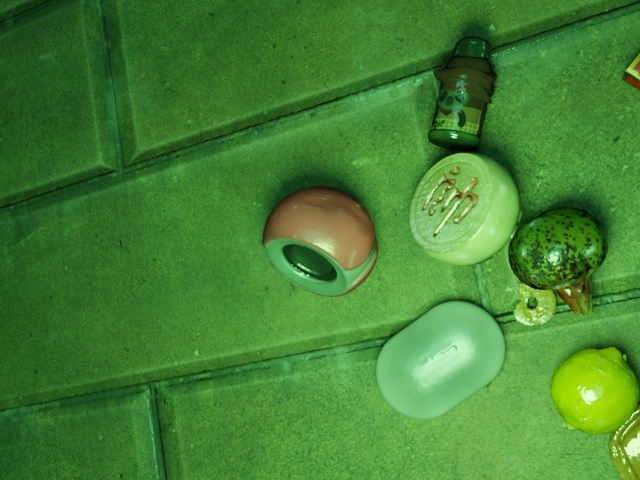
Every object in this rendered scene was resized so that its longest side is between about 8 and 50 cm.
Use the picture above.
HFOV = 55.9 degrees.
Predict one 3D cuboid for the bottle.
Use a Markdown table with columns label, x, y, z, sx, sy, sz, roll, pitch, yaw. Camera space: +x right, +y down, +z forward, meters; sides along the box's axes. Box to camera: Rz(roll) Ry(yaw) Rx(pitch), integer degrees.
| label | x | y | z | sx | sy | sz | roll | pitch | yaw |
| --- | --- | --- | --- | --- | --- | --- | --- | --- | --- |
| bottle | 0.350 | -0.367 | 1.500 | 0.156 | 0.143 | 0.271 | 11 | 90 | -5 |

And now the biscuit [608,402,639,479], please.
| label | x | y | z | sx | sy | sz | roll | pitch | yaw |
| --- | --- | --- | --- | --- | --- | --- | --- | --- | --- |
| biscuit | 0.825 | 0.508 | 1.276 | 0.349 | 0.078 | 0.455 | -19 | 78 | 12 |

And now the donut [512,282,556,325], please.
| label | x | y | z | sx | sy | sz | roll | pitch | yaw |
| --- | --- | --- | --- | --- | --- | --- | --- | --- | --- |
| donut | 0.509 | 0.151 | 1.436 | 0.097 | 0.043 | 0.108 | 14 | 87 | 20 |

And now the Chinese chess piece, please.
| label | x | y | z | sx | sy | sz | roll | pitch | yaw |
| --- | --- | --- | --- | --- | --- | --- | --- | --- | --- |
| Chinese chess piece | 0.338 | -0.074 | 1.429 | 0.270 | 0.112 | 0.270 | -26 | 55 | 43 |

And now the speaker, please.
| label | x | y | z | sx | sy | sz | roll | pitch | yaw |
| --- | --- | --- | --- | --- | --- | --- | --- | --- | --- |
| speaker | 0.000 | 0.000 | 1.504 | 0.294 | 0.294 | 0.294 | -2 | 83 | 19 |

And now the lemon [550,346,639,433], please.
| label | x | y | z | sx | sy | sz | roll | pitch | yaw |
| --- | --- | --- | --- | --- | --- | --- | --- | --- | --- |
| lemon | 0.599 | 0.324 | 1.316 | 0.173 | 0.173 | 0.206 | 32 | 106 | 20 |

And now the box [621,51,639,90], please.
| label | x | y | z | sx | sy | sz | roll | pitch | yaw |
| --- | --- | --- | --- | --- | --- | --- | --- | --- | --- |
| box | 0.838 | -0.374 | 1.367 | 0.240 | 0.074 | 0.153 | 40 | 101 | 18 |

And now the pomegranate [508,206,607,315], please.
| label | x | y | z | sx | sy | sz | roll | pitch | yaw |
| --- | --- | --- | --- | --- | --- | --- | --- | --- | --- |
| pomegranate | 0.542 | 0.054 | 1.355 | 0.214 | 0.214 | 0.248 | -23 | 86 | 16 |

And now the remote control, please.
| label | x | y | z | sx | sy | sz | roll | pitch | yaw |
| --- | --- | --- | --- | --- | --- | --- | --- | --- | --- |
| remote control | 0.288 | 0.290 | 1.465 | 0.332 | 0.103 | 0.221 | -38 | 79 | 12 |
